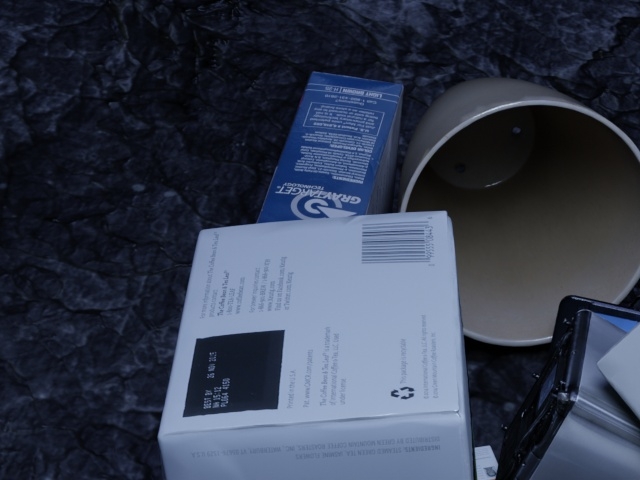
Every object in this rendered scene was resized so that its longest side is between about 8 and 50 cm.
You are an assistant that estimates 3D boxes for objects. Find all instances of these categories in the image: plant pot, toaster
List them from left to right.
[{"bbox_3d":[0.188,-0.066,2.047,0.256,0.256,0.274,-1,23,-6],"label":"plant pot"},{"bbox_3d":[0.227,0.177,1.748,0.110,0.168,0.186,26,28,-1],"label":"toaster"}]

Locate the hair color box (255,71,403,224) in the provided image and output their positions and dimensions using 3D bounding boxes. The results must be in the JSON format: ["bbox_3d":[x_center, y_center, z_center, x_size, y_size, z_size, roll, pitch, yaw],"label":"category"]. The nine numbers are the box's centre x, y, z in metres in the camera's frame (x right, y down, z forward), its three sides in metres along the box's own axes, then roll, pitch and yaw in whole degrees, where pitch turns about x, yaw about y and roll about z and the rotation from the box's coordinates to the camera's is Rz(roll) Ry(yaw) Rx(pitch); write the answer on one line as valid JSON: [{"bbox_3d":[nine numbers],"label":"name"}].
[{"bbox_3d":[0.000,0.000,1.977,0.105,0.174,0.347,9,39,7],"label":"hair color box"}]

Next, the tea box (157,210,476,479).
[{"bbox_3d":[0.014,0.195,1.556,0.220,0.323,0.329,-4,27,4],"label":"tea box"}]

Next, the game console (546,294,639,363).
[{"bbox_3d":[0.286,0.131,1.915,0.144,0.124,0.085,13,13,10],"label":"game console"}]

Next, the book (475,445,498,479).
[{"bbox_3d":[0.126,0.247,1.796,0.096,0.035,0.144,-6,39,-10],"label":"book"}]

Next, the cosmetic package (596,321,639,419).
[{"bbox_3d":[0.420,0.108,1.746,0.197,0.155,0.365,53,27,17],"label":"cosmetic package"}]
